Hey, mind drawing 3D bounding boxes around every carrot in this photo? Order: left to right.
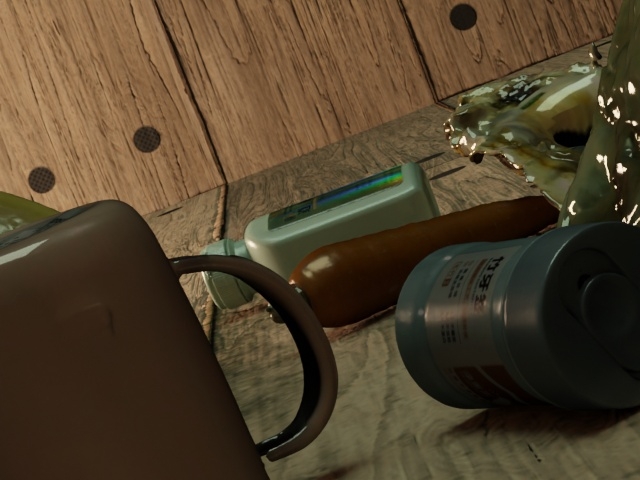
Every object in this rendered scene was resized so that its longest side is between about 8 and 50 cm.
[{"bbox_3d":[0.093,0.006,1.673,0.336,0.069,0.069,-21,6,-31],"label":"carrot"}]

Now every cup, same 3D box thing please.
[{"bbox_3d":[-0.119,0.083,1.127,0.253,0.200,0.191,-22,7,-13],"label":"cup"}]

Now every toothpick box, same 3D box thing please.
[{"bbox_3d":[0.121,0.045,1.112,0.101,0.101,0.153,-25,6,-27],"label":"toothpick box"}]

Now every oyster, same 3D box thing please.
[{"bbox_3d":[0.244,-0.079,1.725,0.201,0.107,0.354,-28,28,-13],"label":"oyster"}]

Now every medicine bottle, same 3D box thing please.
[{"bbox_3d":[0.000,0.000,1.909,0.229,0.083,0.121,-21,9,8],"label":"medicine bottle"}]

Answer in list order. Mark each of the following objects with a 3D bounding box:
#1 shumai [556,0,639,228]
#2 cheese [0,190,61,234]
[{"bbox_3d":[0.263,-0.125,1.343,0.304,0.263,0.309,-19,7,1],"label":"shumai"},{"bbox_3d":[-0.253,0.063,1.489,0.260,0.128,0.316,-15,37,-33],"label":"cheese"}]
